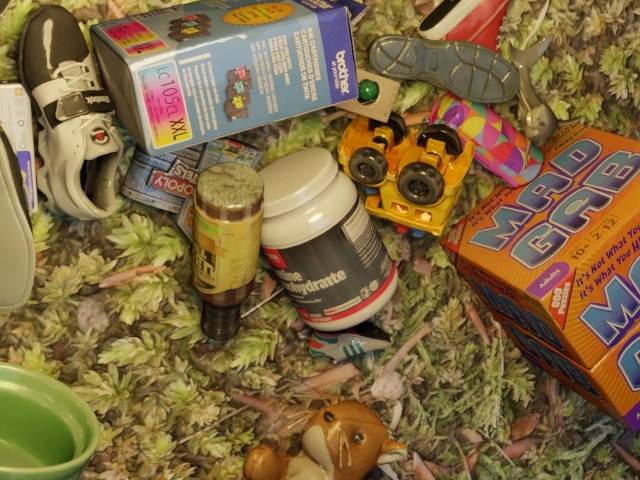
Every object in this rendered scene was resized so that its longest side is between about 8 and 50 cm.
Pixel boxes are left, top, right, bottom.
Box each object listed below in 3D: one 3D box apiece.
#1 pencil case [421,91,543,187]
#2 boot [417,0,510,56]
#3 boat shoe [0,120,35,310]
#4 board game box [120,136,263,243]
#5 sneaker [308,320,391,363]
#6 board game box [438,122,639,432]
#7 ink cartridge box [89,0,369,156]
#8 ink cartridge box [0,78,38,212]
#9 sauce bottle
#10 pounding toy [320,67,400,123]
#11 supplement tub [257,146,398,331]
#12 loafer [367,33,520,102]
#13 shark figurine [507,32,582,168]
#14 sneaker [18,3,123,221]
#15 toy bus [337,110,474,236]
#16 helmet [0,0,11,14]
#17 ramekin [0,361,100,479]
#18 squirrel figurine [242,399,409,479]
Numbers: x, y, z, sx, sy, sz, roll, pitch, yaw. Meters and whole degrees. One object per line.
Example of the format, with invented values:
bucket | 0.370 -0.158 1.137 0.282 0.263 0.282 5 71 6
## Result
pencil case | 0.298 -0.183 1.852 0.236 0.104 0.104 30 93 -28
boot | 0.310 -0.388 1.799 0.244 0.088 0.176 -43 119 4
boat shoe | -0.480 -0.045 1.516 0.114 0.091 0.302 -1 113 -3
board game box | -0.219 -0.091 1.680 0.194 0.060 0.194 16 99 -27
sneaker | 0.050 0.193 1.899 0.161 0.057 0.075 7 120 -26
board game box | 0.515 0.054 1.872 0.356 0.356 0.356 -42 117 -6
ink cartridge box | -0.120 -0.279 1.542 0.395 0.270 0.151 -16 118 -18
ink cartridge box | -0.540 -0.135 1.536 0.208 0.045 0.206 -7 110 -23
sauce bottle | -0.154 0.032 1.656 0.111 0.111 0.344 -11 137 -20
pounding toy | 0.048 -0.240 1.700 0.130 0.141 0.100 14 101 -26
supplement tub | 0.000 0.000 1.729 0.191 0.191 0.272 -34 117 -10
loafer | 0.209 -0.304 1.744 0.267 0.084 0.096 13 106 -10
shark figurine | 0.404 -0.241 1.814 0.116 0.278 0.166 -4 129 6
sneaker | -0.356 -0.186 1.528 0.122 0.146 0.330 -26 121 -41
toy bus | 0.141 -0.098 1.783 0.220 0.149 0.211 18 137 11
helmet | -0.508 -0.377 1.405 0.169 0.161 0.169 -7 110 -21
ramekin | -0.506 0.323 1.565 0.303 0.303 0.148 13 109 -26
squirrel figurine | 0.002 0.483 1.886 0.370 0.281 0.397 -53 133 -12
